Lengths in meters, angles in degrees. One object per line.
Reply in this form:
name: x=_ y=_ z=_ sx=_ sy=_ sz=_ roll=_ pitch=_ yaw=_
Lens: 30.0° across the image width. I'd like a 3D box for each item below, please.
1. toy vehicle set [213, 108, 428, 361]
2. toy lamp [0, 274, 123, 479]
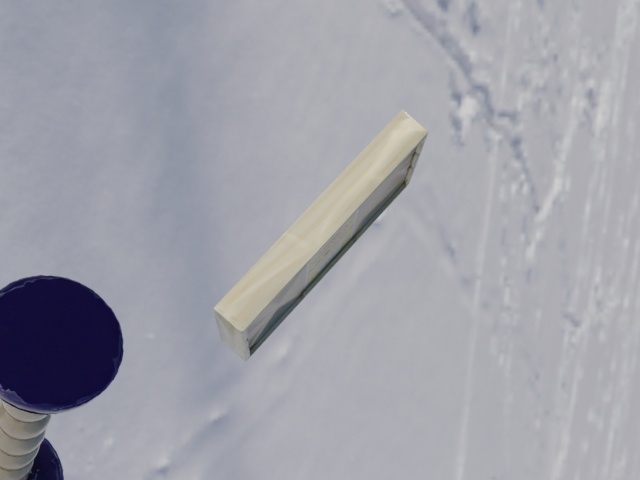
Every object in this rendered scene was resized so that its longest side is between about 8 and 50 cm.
toy vehicle set: x=0.000 y=0.000 z=1.190 sx=0.267 sy=0.035 sz=0.166 roll=-47 pitch=171 yaw=-14
toy lamp: x=-0.170 y=0.110 z=0.672 sx=0.274 sy=0.080 sz=0.080 roll=-54 pitch=-168 yaw=53
